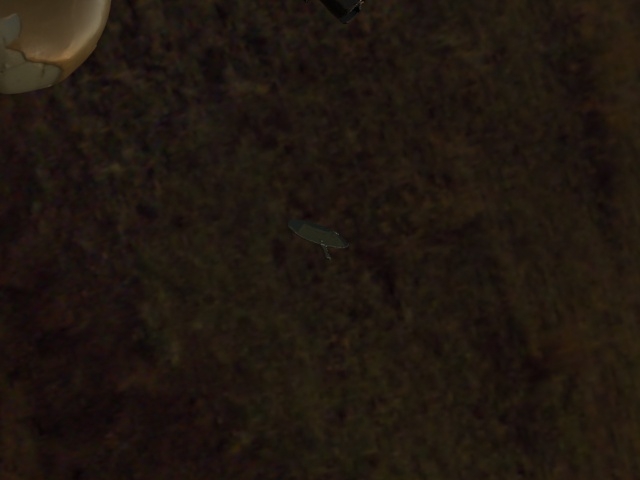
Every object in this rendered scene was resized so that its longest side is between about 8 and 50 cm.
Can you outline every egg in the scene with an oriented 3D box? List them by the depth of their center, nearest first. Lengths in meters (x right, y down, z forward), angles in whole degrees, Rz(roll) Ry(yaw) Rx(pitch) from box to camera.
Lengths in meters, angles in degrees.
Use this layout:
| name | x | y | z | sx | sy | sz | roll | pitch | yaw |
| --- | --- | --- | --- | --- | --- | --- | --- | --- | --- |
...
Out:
| name | x | y | z | sx | sy | sz | roll | pitch | yaw |
| --- | --- | --- | --- | --- | --- | --- | --- | --- | --- |
| egg | -0.341 | -0.275 | 1.404 | 0.201 | 0.201 | 0.244 | 58 | 47 | -25 |

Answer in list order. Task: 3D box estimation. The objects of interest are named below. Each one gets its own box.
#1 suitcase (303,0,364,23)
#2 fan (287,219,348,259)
| name | x | y | z | sx | sy | sz | roll | pitch | yaw |
| --- | --- | --- | --- | --- | --- | --- | --- | --- | --- |
| suitcase | 0.110 | -0.602 | 2.252 | 0.194 | 0.434 | 0.283 | 41 | 11 | -16 |
| fan | 0.000 | 0.000 | 2.134 | 0.113 | 0.005 | 0.175 | 16 | 18 | -15 |
